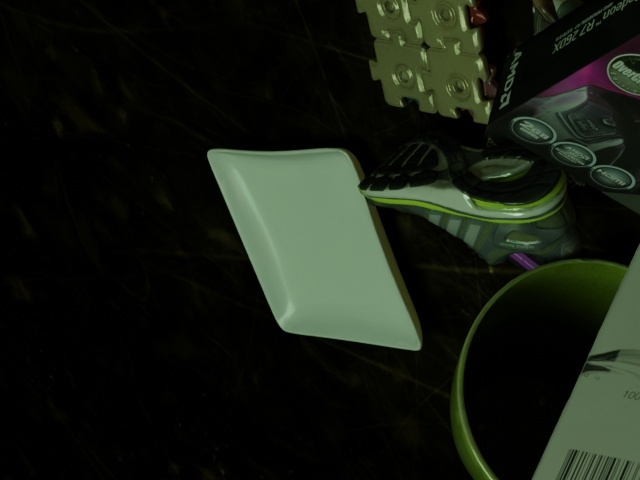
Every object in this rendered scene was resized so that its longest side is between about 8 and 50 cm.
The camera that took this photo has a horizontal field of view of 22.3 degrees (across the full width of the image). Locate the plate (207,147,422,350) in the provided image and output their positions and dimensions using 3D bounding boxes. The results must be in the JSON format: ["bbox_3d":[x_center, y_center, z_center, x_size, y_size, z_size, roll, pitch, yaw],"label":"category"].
[{"bbox_3d":[0.000,0.000,2.032,0.278,0.045,0.277,3,123,49],"label":"plate"}]

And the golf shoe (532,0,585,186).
[{"bbox_3d":[0.249,-0.151,1.587,0.094,0.077,0.198,41,146,50],"label":"golf shoe"}]

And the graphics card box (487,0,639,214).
[{"bbox_3d":[0.340,-0.140,1.364,0.233,0.094,0.371,28,153,-20],"label":"graphics card box"}]

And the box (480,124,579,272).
[{"bbox_3d":[0.215,-0.045,1.744,0.116,0.029,0.162,39,145,23],"label":"box"}]

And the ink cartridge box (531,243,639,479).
[{"bbox_3d":[0.364,0.196,1.404,0.285,0.395,0.166,9,148,38],"label":"ink cartridge box"}]

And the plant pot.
[{"bbox_3d":[0.248,0.189,1.732,0.275,0.275,0.293,50,164,7],"label":"plant pot"}]

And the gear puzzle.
[{"bbox_3d":[0.101,-0.288,1.665,0.175,0.044,0.339,16,128,45],"label":"gear puzzle"}]

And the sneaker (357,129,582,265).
[{"bbox_3d":[0.153,-0.034,1.713,0.300,0.111,0.121,16,141,53],"label":"sneaker"}]

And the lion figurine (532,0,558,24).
[{"bbox_3d":[0.095,-0.374,1.496,0.392,0.240,0.142,29,171,9],"label":"lion figurine"}]
